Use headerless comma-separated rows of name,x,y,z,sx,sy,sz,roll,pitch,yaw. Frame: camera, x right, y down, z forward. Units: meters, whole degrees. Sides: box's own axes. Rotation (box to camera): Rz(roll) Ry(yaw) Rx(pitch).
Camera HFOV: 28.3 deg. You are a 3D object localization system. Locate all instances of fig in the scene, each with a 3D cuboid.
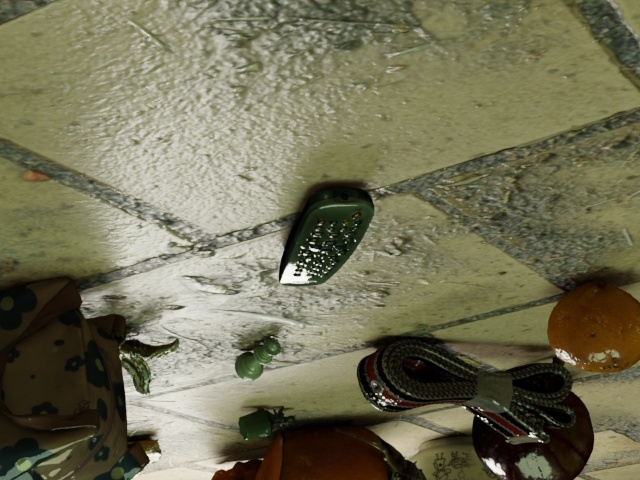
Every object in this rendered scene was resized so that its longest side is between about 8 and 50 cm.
fig,0.339,0.310,2.092,0.203,0.186,0.249,5,158,26

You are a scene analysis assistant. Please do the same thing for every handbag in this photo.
handbag,-0.319,0.176,1.443,0.193,0.252,0.190,-19,150,9

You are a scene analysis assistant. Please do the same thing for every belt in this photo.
belt,0.220,0.219,1.881,0.359,0.126,0.094,17,161,-28

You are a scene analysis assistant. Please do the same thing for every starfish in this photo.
starfish,-0.285,0.157,1.666,0.175,0.053,0.208,5,154,-26

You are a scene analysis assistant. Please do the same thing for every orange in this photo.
orange,0.362,0.112,1.639,0.135,0.118,0.135,17,-166,-5

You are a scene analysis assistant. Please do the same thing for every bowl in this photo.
bowl,0.269,0.470,2.568,0.237,0.126,0.238,-6,160,-2

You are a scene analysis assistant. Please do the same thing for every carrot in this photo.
carrot,0.032,0.427,2.295,0.331,0.214,0.193,1,-167,-7

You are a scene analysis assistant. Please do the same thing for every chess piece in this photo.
chess piece,-0.083,0.162,1.760,0.042,0.042,0.093,5,152,-28

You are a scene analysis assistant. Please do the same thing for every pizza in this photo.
pizza,-0.348,0.382,2.285,0.160,0.036,0.099,-14,158,22

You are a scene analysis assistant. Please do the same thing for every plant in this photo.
plant,-0.085,0.305,2.137,0.102,0.051,0.051,-11,164,-26

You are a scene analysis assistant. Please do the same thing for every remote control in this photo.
remote control,0.000,0.000,1.338,0.072,0.042,0.222,-1,158,-14

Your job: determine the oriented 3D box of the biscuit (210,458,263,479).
biscuit,-0.073,0.531,2.444,0.318,0.111,0.312,-2,-159,2
